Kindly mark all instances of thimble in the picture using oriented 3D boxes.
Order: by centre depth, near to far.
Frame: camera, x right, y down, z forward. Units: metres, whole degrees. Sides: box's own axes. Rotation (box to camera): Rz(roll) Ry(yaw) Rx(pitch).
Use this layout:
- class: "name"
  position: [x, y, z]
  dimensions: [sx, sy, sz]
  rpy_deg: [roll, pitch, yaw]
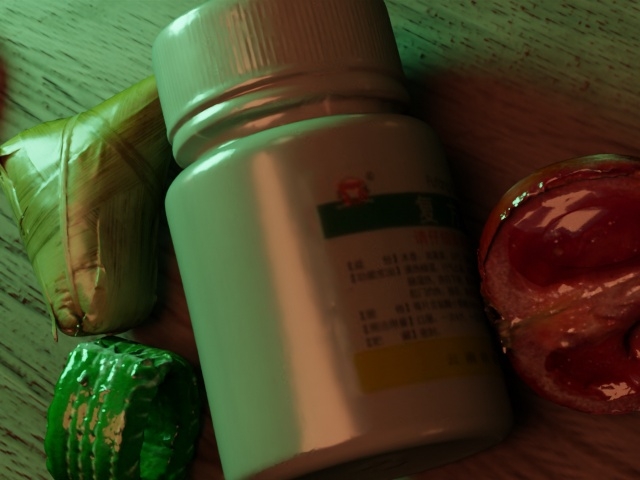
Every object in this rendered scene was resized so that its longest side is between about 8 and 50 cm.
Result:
- class: "thimble"
  position: [-0.153, 0.140, 1.493]
  dimensions: [0.090, 0.118, 0.130]
  rpy_deg: [13, 114, 27]

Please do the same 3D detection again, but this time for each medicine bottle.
- class: "medicine bottle"
  position: [0.000, 0.000, 1.363]
  dimensions: [0.208, 0.208, 0.340]
  rpy_deg: [-20, 75, 27]

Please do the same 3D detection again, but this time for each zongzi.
- class: "zongzi"
  position: [-0.152, -0.033, 1.526]
  dimensions: [0.197, 0.099, 0.194]
  rpy_deg: [-25, 73, 18]

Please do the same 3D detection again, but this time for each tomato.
- class: "tomato"
  position: [0.198, 0.016, 1.317]
  dimensions: [0.173, 0.099, 0.189]
  rpy_deg: [-16, 116, 13]
